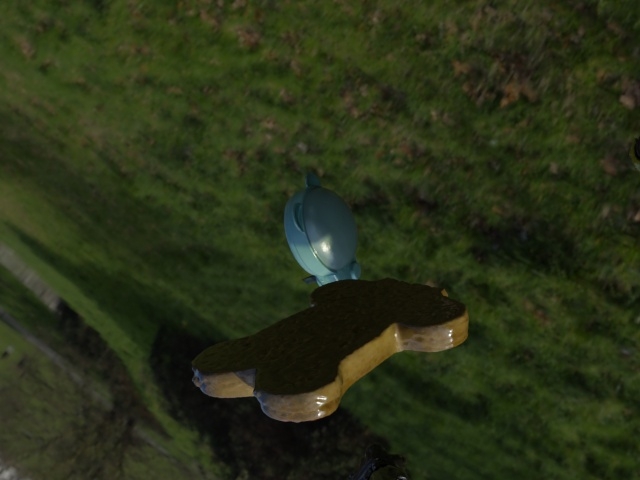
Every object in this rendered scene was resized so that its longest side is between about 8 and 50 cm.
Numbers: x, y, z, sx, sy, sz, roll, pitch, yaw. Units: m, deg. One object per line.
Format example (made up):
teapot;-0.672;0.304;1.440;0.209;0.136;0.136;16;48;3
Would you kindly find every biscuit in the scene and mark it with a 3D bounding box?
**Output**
biscuit;0.029;0.174;1.476;0.368;0.394;0.076;7;117;50

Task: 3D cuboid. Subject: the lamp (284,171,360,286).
lamp;0.011;-0.001;2.090;0.147;0.209;0.284;1;128;19

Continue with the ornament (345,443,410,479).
ornament;0.105;0.571;1.888;0.106;0.251;0.260;30;-169;-7

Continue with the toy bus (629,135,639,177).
toy bus;0.563;-0.070;1.238;0.145;0.151;0.331;18;179;-23
